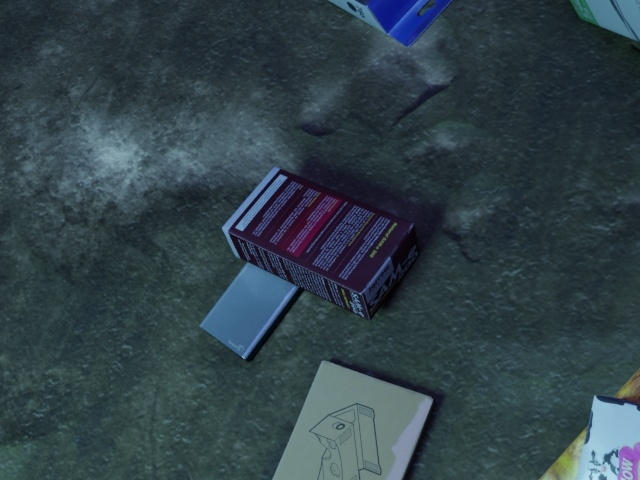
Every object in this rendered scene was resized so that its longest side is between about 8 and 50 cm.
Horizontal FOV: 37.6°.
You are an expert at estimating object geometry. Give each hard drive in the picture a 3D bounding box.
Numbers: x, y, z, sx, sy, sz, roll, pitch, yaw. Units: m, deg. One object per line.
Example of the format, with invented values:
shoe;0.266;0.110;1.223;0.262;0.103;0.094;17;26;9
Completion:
hard drive;-0.096;0.093;1.325;0.094;0.022;0.135;31;80;30

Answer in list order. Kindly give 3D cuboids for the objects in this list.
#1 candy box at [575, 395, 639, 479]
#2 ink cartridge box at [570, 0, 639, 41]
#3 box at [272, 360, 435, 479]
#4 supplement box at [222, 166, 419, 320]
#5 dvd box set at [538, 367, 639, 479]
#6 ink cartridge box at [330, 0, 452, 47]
candy box;0.333;0.244;0.850;0.196;0.070;0.164;11;86;37
ink cartridge box;0.454;-0.357;1.189;0.211;0.121;0.289;-33;26;4
box;0.035;0.268;1.189;0.165;0.021;0.201;16;73;27
supplement box;0.000;0.000;1.289;0.240;0.073;0.130;25;63;30
dvd box set;0.337;0.329;0.911;0.420;0.062;0.307;-52;55;14
ink cartridge box;0.069;-0.450;1.500;0.333;0.065;0.165;38;83;31
